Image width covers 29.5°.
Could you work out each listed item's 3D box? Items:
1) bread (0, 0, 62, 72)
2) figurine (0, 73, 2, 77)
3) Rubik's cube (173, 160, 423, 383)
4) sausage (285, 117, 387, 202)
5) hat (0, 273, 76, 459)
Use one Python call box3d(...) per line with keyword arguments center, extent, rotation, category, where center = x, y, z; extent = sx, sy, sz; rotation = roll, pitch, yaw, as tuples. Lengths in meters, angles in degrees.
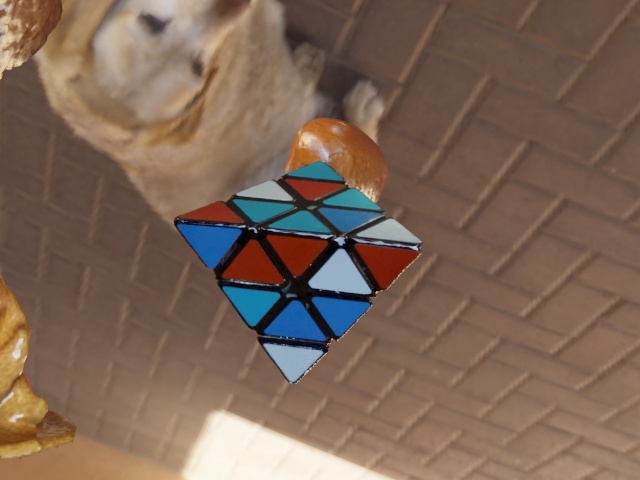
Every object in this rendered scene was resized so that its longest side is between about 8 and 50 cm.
box3d(center=(-0.268, -0.217, 0.777), extent=(0.232, 0.247, 0.135), rotation=(34, 141, 0), category="bread")
box3d(center=(-0.558, -0.105, 1.503), extent=(0.204, 0.338, 0.283), rotation=(-2, 159, 15), category="figurine")
box3d(center=(0.000, 0.000, 1.366), extent=(0.234, 0.284, 0.250), rotation=(-2, 160, 39), category="Rubik's cube")
box3d(center=(0.029, -0.112, 1.829), extent=(0.133, 0.133, 0.258), rotation=(12, 176, 20), category="sausage")
box3d(center=(-0.278, 0.008, 0.765), extent=(0.244, 0.233, 0.233), rotation=(3, -176, 10), category="hat")
